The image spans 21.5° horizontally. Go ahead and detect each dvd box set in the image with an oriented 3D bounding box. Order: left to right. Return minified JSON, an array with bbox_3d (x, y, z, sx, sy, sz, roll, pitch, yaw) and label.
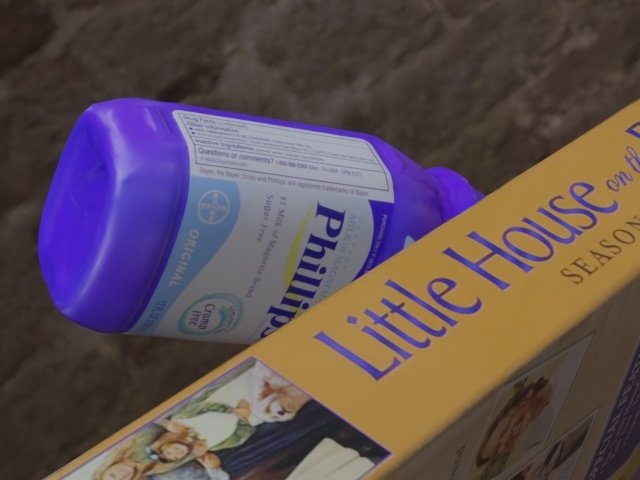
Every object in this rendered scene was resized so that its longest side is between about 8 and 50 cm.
[{"bbox_3d":[0.042,0.116,0.609,0.420,0.062,0.307,-31,-35,-45],"label":"dvd box set"}]

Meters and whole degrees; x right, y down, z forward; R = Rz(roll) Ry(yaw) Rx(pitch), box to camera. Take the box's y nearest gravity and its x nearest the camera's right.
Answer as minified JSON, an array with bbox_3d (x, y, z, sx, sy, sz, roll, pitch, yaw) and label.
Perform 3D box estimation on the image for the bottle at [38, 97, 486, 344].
[{"bbox_3d":[0.000,0.000,0.885,0.118,0.283,0.092,-64,35,28],"label":"bottle"}]
